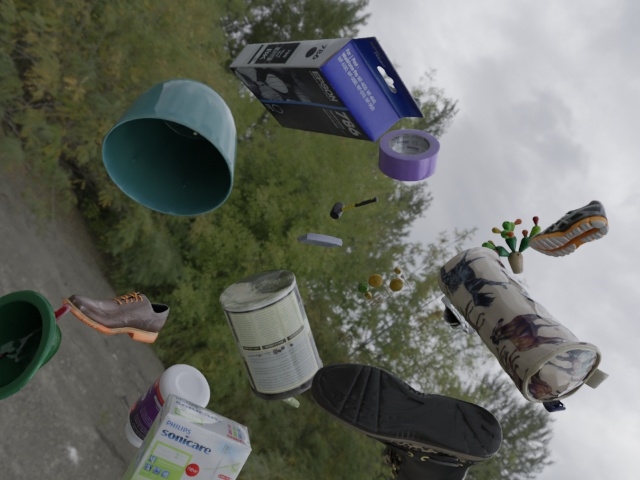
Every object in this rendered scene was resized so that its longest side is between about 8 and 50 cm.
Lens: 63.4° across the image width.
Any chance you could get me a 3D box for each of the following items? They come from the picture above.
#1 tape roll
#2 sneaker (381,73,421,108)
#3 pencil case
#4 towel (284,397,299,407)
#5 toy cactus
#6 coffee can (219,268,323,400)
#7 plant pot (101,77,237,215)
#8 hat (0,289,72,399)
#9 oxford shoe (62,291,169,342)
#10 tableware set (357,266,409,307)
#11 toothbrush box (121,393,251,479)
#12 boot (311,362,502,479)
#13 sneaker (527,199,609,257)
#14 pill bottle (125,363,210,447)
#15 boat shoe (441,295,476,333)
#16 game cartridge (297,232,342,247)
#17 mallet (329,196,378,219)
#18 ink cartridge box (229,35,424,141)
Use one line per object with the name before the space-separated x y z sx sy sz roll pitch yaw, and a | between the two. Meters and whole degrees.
tape roll | 0.279 -0.272 1.640 0.189 0.189 0.080 49 -29 41
sneaker | 0.159 -0.393 1.331 0.087 0.227 0.130 -156 -112 -74
pencil case | 0.407 0.165 1.113 0.183 0.160 0.410 28 17 -26
towel | -0.135 0.458 1.577 0.148 0.027 0.110 16 -23 48
toy cactus | 0.640 0.020 1.695 0.112 0.219 0.181 10 -62 66
coffee can | -0.124 0.242 1.348 0.201 0.201 0.275 33 -38 65
plant pot | -0.330 -0.243 1.231 0.293 0.293 0.235 72 19 -47
hat | -0.480 0.192 0.904 0.173 0.209 0.183 9 -24 19
oxford shoe | -0.594 0.200 1.531 0.130 0.133 0.363 33 -4 27
tableware set | 0.205 0.143 1.700 0.104 0.154 0.024 53 8 -17
toothbrush box | -0.314 0.523 1.152 0.206 0.283 0.122 30 -3 -14
boot | 0.163 0.409 1.100 0.377 0.138 0.284 12 -40 12
sneaker | 0.595 -0.025 1.243 0.084 0.083 0.215 31 -30 -17
pill bottle | -0.534 0.578 1.772 0.181 0.323 0.181 35 27 -21
boat shoe | 0.381 0.202 1.443 0.095 0.084 0.258 51 -5 43
game cartridge | 0.000 0.000 1.066 0.056 0.083 0.017 -6 -105 61
mallet | 0.118 -0.125 1.784 0.039 0.189 0.062 54 36 -26
ink cartridge box | -0.002 -0.247 0.852 0.332 0.065 0.165 20 -19 49
